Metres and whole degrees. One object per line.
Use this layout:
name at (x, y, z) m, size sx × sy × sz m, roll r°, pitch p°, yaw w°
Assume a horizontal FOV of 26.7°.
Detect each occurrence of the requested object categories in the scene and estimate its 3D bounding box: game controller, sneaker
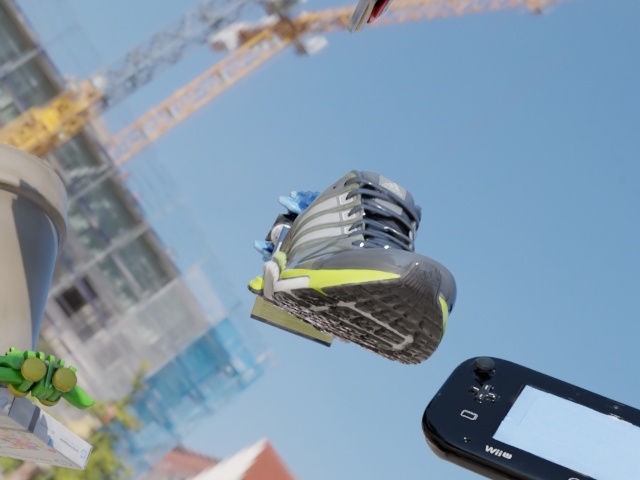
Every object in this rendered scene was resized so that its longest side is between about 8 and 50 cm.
game controller at (0.257, 0.202, 1.270) m, size 0.319 × 0.166 × 0.067 m, roll 19°, pitch -66°, yaw 19°
sneaker at (0.026, 0.008, 0.964) m, size 0.111 × 0.121 × 0.300 m, roll 28°, pitch -5°, yaw -16°

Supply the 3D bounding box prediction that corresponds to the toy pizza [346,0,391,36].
toy pizza at (0.083, -0.286, 1.318) m, size 0.032 × 0.201 × 0.201 m, roll 27°, pitch -19°, yaw -3°

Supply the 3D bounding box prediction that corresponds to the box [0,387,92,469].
box at (-0.397, 0.232, 1.702) m, size 0.145 × 0.038 × 0.186 m, roll 5°, pitch -26°, yaw 25°

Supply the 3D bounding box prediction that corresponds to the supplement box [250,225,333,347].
supplement box at (-0.013, 0.044, 1.254) m, size 0.083 × 0.056 × 0.083 m, roll 20°, pitch -37°, yaw 0°

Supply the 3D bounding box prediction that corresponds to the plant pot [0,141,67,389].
plant pot at (-0.487, 0.064, 1.760) m, size 0.323 × 0.323 × 0.280 m, roll 87°, pitch -6°, yaw -59°

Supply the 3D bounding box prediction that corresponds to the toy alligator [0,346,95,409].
toy alligator at (-0.351, 0.150, 1.587) m, size 0.189 × 0.051 × 0.056 m, roll 22°, pitch -41°, yaw -24°

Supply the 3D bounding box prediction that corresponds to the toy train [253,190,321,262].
toy train at (0.000, 0.000, 1.411) m, size 0.105 × 0.080 × 0.184 m, roll 30°, pitch 9°, yaw 7°
